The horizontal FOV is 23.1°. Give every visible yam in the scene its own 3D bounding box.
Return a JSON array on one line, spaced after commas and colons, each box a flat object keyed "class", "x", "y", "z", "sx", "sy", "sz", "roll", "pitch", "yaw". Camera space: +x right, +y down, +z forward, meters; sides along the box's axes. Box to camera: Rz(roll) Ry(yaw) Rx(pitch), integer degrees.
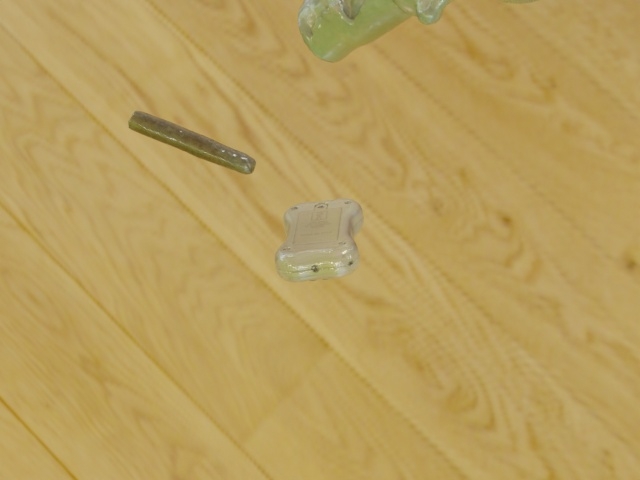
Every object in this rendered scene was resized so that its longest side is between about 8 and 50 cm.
[{"class": "yam", "x": -0.111, "y": -0.084, "z": 1.356, "sx": 0.116, "sy": 0.021, "sz": 0.021, "roll": 21, "pitch": 70, "yaw": -1}]

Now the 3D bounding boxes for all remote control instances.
[{"class": "remote control", "x": 0.000, "y": 0.000, "z": 1.374, "sx": 0.074, "sy": 0.032, "sz": 0.122, "roll": -5, "pitch": 24, "yaw": 8}]

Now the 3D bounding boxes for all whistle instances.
[{"class": "whistle", "x": 0.091, "y": -0.180, "z": 0.939, "sx": 0.258, "sy": 0.067, "sz": 0.126, "roll": -28, "pitch": 53, "yaw": 35}]
